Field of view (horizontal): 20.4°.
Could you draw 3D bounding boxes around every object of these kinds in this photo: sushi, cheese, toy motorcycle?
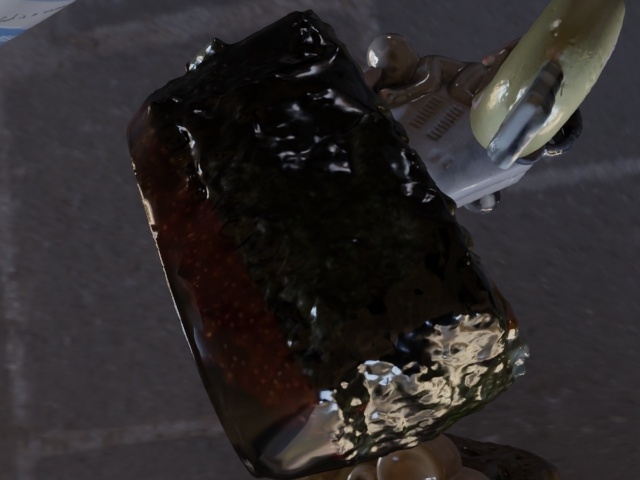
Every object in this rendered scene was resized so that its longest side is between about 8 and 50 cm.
[{"bbox_3d":[0.000,0.000,0.790,0.126,0.136,0.225,-25,44,4],"label":"sushi"},{"bbox_3d":[0.121,-0.084,1.012,0.050,0.235,0.127,38,112,0],"label":"cheese"},{"bbox_3d":[0.093,-0.102,1.490,0.260,0.110,0.171,-26,79,-25],"label":"toy motorcycle"}]

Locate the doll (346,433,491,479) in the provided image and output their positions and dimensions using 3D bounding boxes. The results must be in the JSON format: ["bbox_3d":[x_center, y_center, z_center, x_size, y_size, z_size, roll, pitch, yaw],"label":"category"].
[{"bbox_3d":[0.122,0.248,1.193,0.278,0.119,0.154,32,108,16],"label":"doll"}]

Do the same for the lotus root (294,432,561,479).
[{"bbox_3d":[0.068,0.282,1.510,0.316,0.316,0.250,21,97,16],"label":"lotus root"}]

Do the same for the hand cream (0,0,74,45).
[{"bbox_3d":[-0.143,-0.071,0.603,0.171,0.065,0.043,-21,86,29],"label":"hand cream"}]
